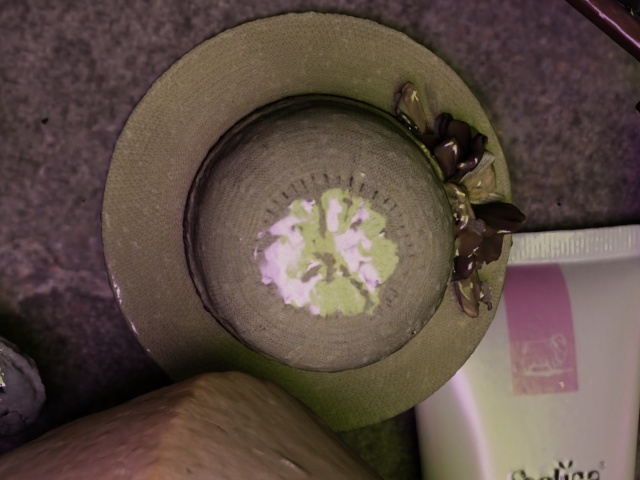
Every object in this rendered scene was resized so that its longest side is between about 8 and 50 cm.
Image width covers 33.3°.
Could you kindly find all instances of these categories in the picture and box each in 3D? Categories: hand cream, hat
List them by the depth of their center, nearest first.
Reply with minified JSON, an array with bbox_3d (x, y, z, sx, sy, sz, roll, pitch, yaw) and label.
[{"bbox_3d":[0.000,0.000,0.588,0.257,0.130,0.257,-1,97,-5],"label":"hat"},{"bbox_3d":[0.140,0.170,0.714,0.186,0.118,0.358,-3,99,-8],"label":"hand cream"}]

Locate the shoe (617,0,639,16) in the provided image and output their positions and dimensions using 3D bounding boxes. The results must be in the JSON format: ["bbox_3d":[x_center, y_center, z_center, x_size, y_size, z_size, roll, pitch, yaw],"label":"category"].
[{"bbox_3d":[0.230,-0.201,0.647,0.099,0.071,0.169,27,100,-14],"label":"shoe"}]

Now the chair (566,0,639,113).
[{"bbox_3d":[0.160,-0.199,0.413,0.203,0.416,0.240,-45,87,3],"label":"chair"}]

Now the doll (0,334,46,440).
[{"bbox_3d":[-0.274,0.083,0.559,0.246,0.158,0.340,0,108,-3],"label":"doll"}]

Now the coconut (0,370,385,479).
[{"bbox_3d":[-0.051,0.214,0.531,0.329,0.329,0.328,-4,106,-12],"label":"coconut"}]
